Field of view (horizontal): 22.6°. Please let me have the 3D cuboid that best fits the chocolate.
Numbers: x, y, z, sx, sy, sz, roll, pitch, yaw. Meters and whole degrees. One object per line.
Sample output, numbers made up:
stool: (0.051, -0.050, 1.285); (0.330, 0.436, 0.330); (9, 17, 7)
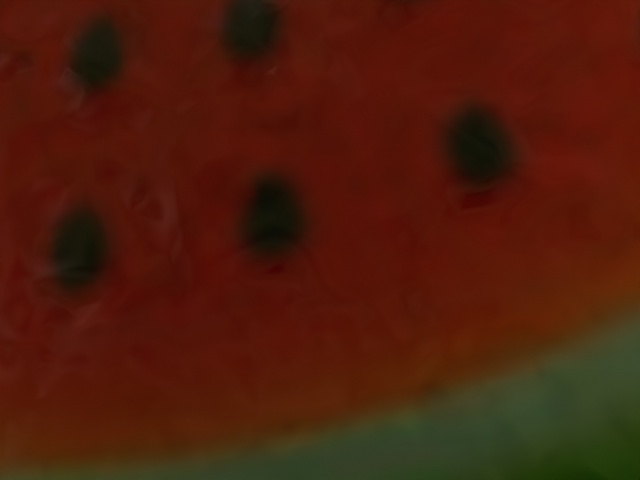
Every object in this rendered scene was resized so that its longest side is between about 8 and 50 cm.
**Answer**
chocolate: (0.000, 0.000, 0.573); (0.360, 0.161, 0.341); (-15, -113, 14)
